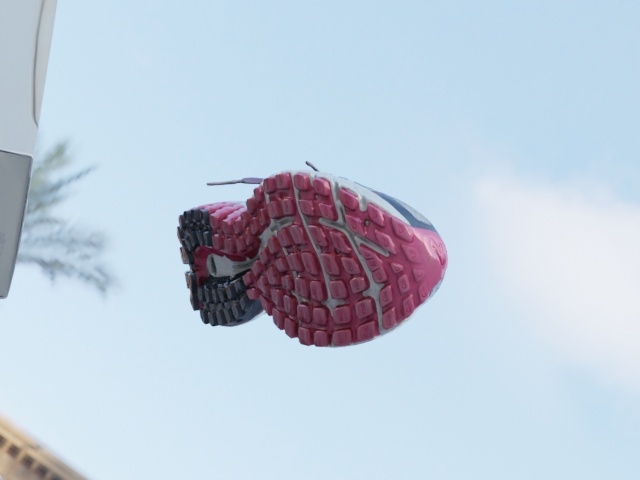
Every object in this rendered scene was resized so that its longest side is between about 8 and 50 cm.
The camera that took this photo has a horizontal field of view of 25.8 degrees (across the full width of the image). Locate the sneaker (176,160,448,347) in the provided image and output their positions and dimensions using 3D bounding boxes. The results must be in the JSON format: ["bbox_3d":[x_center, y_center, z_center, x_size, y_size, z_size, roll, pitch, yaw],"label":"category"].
[{"bbox_3d":[0.000,0.000,0.981,0.299,0.112,0.120,5,-73,62],"label":"sneaker"}]

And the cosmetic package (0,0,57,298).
[{"bbox_3d":[-0.307,-0.110,1.242,0.113,0.309,0.160,9,-53,-14],"label":"cosmetic package"}]

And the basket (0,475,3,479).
[{"bbox_3d":[-0.328,0.360,1.226,0.299,0.223,0.213,63,-14,-1],"label":"basket"}]
